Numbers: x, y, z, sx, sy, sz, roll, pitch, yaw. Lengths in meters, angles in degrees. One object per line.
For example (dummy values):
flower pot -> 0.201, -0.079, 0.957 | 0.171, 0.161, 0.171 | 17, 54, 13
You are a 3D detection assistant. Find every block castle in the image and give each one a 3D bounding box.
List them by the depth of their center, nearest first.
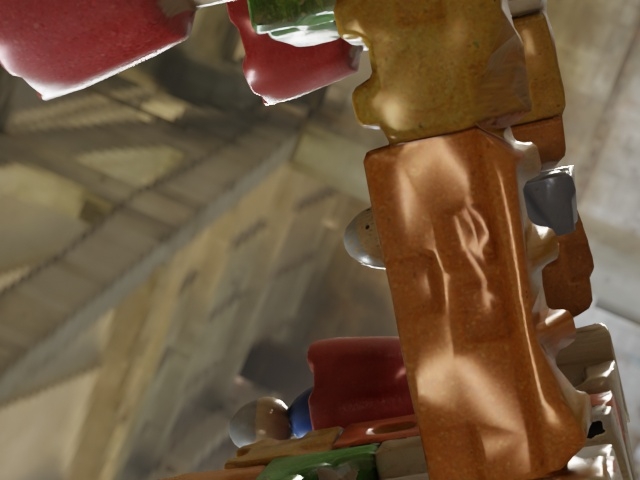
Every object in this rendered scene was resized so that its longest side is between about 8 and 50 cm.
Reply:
block castle -> 0.000, 0.000, 0.738 | 0.453, 0.212, 0.303 | -25, -77, -80
